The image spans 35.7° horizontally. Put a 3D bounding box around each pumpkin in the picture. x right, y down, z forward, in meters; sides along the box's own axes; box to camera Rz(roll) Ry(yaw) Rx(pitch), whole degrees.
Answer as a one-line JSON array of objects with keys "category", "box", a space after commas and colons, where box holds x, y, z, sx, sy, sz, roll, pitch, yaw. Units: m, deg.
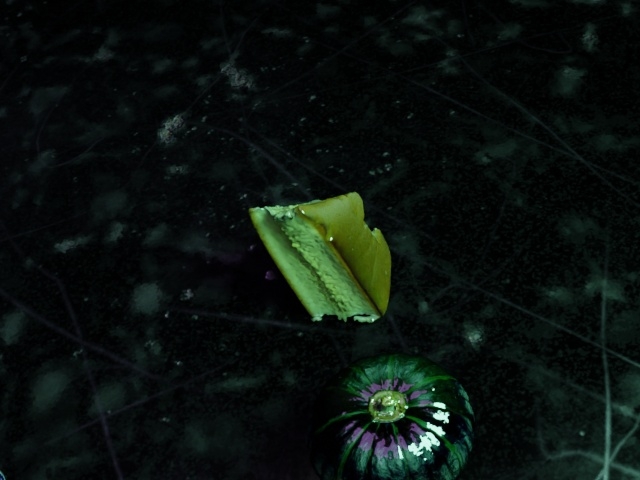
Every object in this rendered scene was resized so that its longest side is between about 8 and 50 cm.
[{"category": "pumpkin", "box": [0.082, 0.222, 1.167, 0.202, 0.140, 0.202, -8, 49, 9]}]

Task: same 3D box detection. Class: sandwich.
[{"category": "sandwich", "box": [0.000, 0.000, 1.330, 0.122, 0.235, 0.128, -11, 47, 20]}]

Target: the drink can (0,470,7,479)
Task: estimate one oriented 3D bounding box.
[{"category": "drink can", "box": [-0.402, 0.380, 1.165, 0.097, 0.097, 0.235, -22, 46, -7]}]
